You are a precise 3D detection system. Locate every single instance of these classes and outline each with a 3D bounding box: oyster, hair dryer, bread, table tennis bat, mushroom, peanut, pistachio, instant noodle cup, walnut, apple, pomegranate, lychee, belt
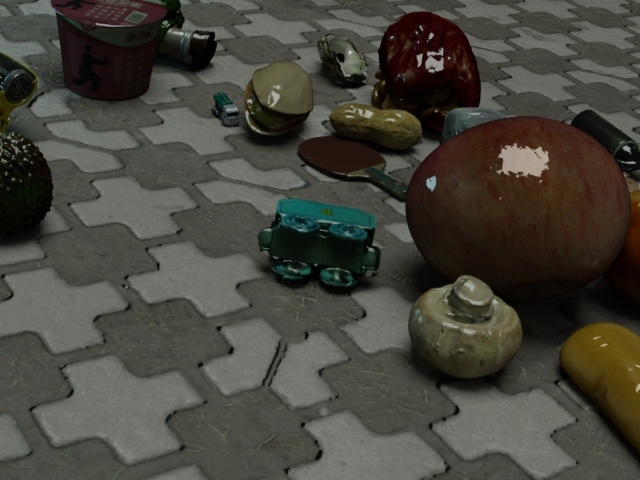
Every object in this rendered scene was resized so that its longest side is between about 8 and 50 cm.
[{"bbox_3d":[0.055,-0.413,2.456,0.191,0.081,0.163,-7,56,-53],"label":"oyster"},{"bbox_3d":[0.537,-0.179,2.206,0.248,0.078,0.195,-16,38,-20],"label":"hair dryer"},{"bbox_3d":[0.465,0.222,1.484,0.142,0.091,0.305,-10,35,-20],"label":"bread"},{"bbox_3d":[0.073,-0.144,2.048,0.154,0.021,0.274,-20,39,-39],"label":"table tennis bat"},{"bbox_3d":[0.209,0.124,1.535,0.166,0.127,0.166,2,34,-1],"label":"mushroom"},{"bbox_3d":[0.111,-0.232,2.144,0.193,0.089,0.089,10,30,9],"label":"peanut"},{"bbox_3d":[-0.083,-0.287,2.137,0.144,0.144,0.215,11,37,2],"label":"pistachio"},{"bbox_3d":[-0.440,-0.407,2.185,0.235,0.178,0.235,7,31,-4],"label":"instant noodle cup"},{"bbox_3d":[0.215,-0.351,2.270,0.244,0.221,0.269,-20,38,13],"label":"walnut"},{"bbox_3d":[0.313,-0.031,1.657,0.345,0.345,0.269,-1,52,-17],"label":"apple"},{"bbox_3d":[0.559,0.014,1.750,0.209,0.209,0.209,7,31,-4],"label":"pomegranate"},{"bbox_3d":[-0.499,-0.091,1.660,0.171,0.171,0.171,7,31,-4],"label":"lychee"},{"bbox_3d":[0.290,-0.138,1.944,0.164,0.184,0.289,0,26,-6],"label":"belt"}]

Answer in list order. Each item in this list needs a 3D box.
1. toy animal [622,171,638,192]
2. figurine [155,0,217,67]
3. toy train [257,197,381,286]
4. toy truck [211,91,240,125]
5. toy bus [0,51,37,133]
[{"bbox_3d":[0.555,-0.102,2.065,0.150,0.089,0.083,21,53,13],"label":"toy animal"},{"bbox_3d":[-0.409,-0.504,2.368,0.370,0.167,0.281,28,-11,5],"label":"figurine"},{"bbox_3d":[0.000,0.000,1.710,0.198,0.107,0.154,10,23,-1],"label":"toy train"},{"bbox_3d":[-0.193,-0.269,2.157,0.039,0.044,0.083,-9,35,-23],"label":"toy truck"},{"bbox_3d":[-0.662,-0.231,1.859,0.144,0.152,0.330,32,39,24],"label":"toy bus"}]
